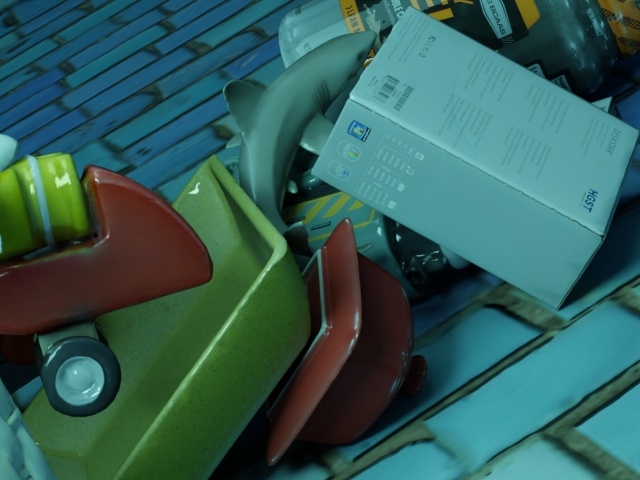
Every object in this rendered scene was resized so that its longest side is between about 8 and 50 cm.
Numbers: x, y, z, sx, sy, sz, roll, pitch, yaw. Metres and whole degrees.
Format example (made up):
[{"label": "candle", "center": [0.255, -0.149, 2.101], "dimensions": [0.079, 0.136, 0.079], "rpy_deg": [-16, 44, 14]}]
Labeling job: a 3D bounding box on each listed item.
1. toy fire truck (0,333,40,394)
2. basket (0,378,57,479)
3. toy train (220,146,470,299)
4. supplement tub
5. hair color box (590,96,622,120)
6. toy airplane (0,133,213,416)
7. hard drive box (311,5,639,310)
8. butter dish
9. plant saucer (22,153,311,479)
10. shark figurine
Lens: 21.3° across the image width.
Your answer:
[{"label": "toy fire truck", "center": [-0.343, 0.102, 1.553], "dimensions": [0.302, 0.254, 0.169], "rpy_deg": [-35, 64, -26]}, {"label": "basket", "center": [-0.316, 0.279, 1.064], "dimensions": [0.266, 0.331, 0.328], "rpy_deg": [-10, 28, 25]}, {"label": "toy train", "center": [0.000, 0.000, 1.561], "dimensions": [0.334, 0.142, 0.190], "rpy_deg": [-15, 38, 25]}, {"label": "supplement tub", "center": [0.146, -0.201, 1.715], "dimensions": [0.338, 0.207, 0.207], "rpy_deg": [-24, 23, 10]}, {"label": "hair color box", "center": [0.212, -0.083, 1.598], "dimensions": [0.141, 0.043, 0.072], "rpy_deg": [-18, 24, 26]}, {"label": "toy airplane", "center": [-0.319, -0.029, 1.246], "dimensions": [0.386, 0.272, 0.384], "rpy_deg": [11, 6, 33]}, {"label": "hard drive box", "center": [0.134, -0.074, 1.420], "dimensions": [0.089, 0.232, 0.181], "rpy_deg": [-63, -3, 38]}, {"label": "butter dish", "center": [0.029, 0.092, 1.348], "dimensions": [0.160, 0.118, 0.160], "rpy_deg": [-59, 21, 31]}, {"label": "plant saucer", "center": [-0.128, 0.115, 1.376], "dimensions": [0.333, 0.081, 0.333], "rpy_deg": [-54, 18, 4]}, {"label": "shark figurine", "center": [-0.046, -0.083, 1.490], "dimensions": [0.166, 0.116, 0.278], "rpy_deg": [-16, 44, 25]}]
